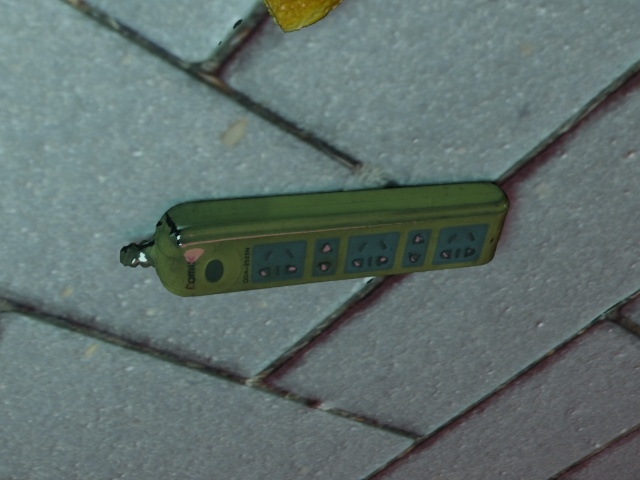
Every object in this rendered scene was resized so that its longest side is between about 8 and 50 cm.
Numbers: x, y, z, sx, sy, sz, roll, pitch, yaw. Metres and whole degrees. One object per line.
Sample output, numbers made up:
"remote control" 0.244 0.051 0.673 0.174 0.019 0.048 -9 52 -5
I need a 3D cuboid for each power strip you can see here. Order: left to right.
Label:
"power strip" 0.000 0.000 0.836 0.387 0.066 0.092 -5 135 -12

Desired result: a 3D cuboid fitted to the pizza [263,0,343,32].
"pizza" -0.013 -0.233 0.592 0.134 0.046 0.175 18 128 -33
